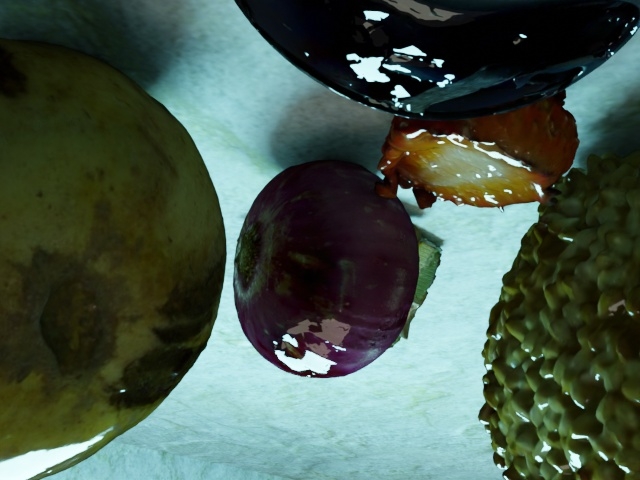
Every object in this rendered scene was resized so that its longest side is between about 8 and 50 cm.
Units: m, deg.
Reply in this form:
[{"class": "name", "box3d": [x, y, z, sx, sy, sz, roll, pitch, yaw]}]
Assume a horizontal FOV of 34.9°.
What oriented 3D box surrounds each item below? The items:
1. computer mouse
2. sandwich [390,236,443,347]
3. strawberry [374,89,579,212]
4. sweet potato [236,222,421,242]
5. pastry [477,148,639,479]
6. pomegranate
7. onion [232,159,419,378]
[{"class": "computer mouse", "box3d": [0.055, -0.123, 0.518, 0.233, 0.096, 0.137, 13, 159, -13]}, {"class": "sandwich", "box3d": [0.030, 0.016, 1.017, 0.079, 0.113, 0.163, 27, -173, -44]}, {"class": "strawberry", "box3d": [0.095, -0.071, 0.684, 0.121, 0.082, 0.188, 20, 171, -15]}, {"class": "sweet potato", "box3d": [-0.001, -0.001, 0.930, 0.182, 0.054, 0.053, 0, 150, 25]}, {"class": "pastry", "box3d": [0.257, 0.112, 0.705, 0.245, 0.409, 0.409, 2, 162, -17]}, {"class": "pomegranate", "box3d": [-0.219, 0.013, 0.678, 0.322, 0.322, 0.322, 6, 160, 2]}, {"class": "onion", "box3d": [0.005, 0.022, 0.814, 0.154, 0.177, 0.177, -13, 163, -11]}]
